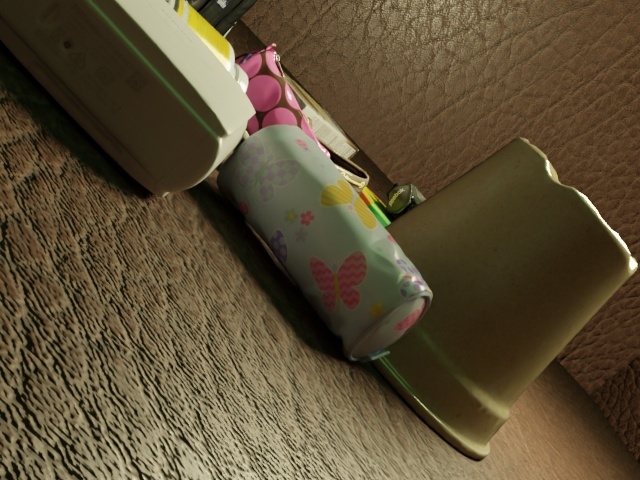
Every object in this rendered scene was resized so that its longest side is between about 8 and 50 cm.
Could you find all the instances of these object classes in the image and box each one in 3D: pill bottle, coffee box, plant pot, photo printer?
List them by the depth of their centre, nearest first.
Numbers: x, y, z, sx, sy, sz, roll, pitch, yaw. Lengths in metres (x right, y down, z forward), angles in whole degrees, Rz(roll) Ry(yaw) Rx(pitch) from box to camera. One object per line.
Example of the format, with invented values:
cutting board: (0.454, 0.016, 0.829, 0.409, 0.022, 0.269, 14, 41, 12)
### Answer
photo printer: (-0.181, -0.175, 1.009, 0.256, 0.107, 0.307, 47, 9, -7)
plant pot: (0.210, 0.048, 1.282, 0.334, 0.305, 0.334, 46, 9, -10)
pill bottle: (-0.179, -0.246, 1.340, 0.184, 0.103, 0.103, 40, 12, -44)
coffee box: (-0.046, -0.219, 1.875, 0.141, 0.098, 0.246, 53, 10, 25)

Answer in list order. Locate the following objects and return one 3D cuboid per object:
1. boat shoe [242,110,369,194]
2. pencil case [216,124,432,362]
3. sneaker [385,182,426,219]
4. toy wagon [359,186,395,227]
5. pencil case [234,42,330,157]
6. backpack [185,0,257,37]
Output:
boat shoe: (-0.047, -0.158, 1.612, 0.324, 0.097, 0.116, 42, 12, -35)
pencil case: (0.000, 0.000, 1.102, 0.273, 0.124, 0.113, 51, 28, 21)
sneaker: (0.163, -0.046, 1.782, 0.106, 0.078, 0.234, 43, 6, -16)
toy wagon: (0.150, 0.035, 1.822, 0.344, 0.068, 0.267, 48, 9, 2)
pencil case: (-0.063, -0.176, 1.475, 0.209, 0.098, 0.095, 61, 4, -13)
backpack: (-0.193, -0.508, 1.886, 0.191, 0.253, 0.225, 52, 7, 15)
